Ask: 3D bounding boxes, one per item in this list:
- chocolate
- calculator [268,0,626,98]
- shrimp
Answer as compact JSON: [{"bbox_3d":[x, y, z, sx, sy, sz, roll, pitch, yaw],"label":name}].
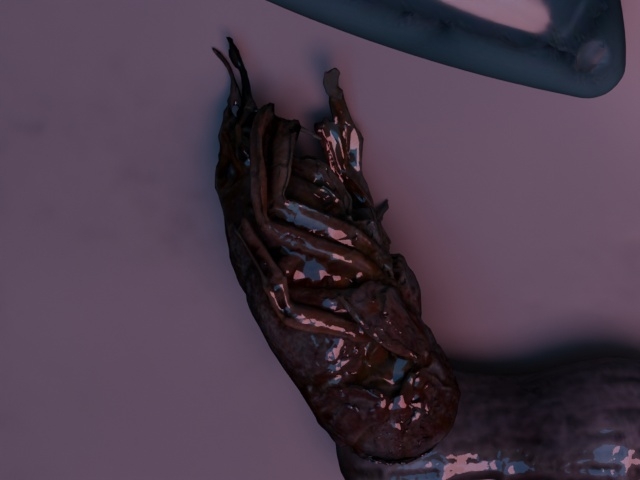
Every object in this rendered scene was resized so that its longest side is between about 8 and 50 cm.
[{"bbox_3d":[0.088,0.085,0.735,0.167,0.072,0.072,-2,111,12],"label":"chocolate"},{"bbox_3d":[-0.012,-0.225,0.615,0.386,0.054,0.256,30,99,-3],"label":"calculator"},{"bbox_3d":[-0.001,0.001,0.705,0.073,0.075,0.190,-25,75,-3],"label":"shrimp"}]
